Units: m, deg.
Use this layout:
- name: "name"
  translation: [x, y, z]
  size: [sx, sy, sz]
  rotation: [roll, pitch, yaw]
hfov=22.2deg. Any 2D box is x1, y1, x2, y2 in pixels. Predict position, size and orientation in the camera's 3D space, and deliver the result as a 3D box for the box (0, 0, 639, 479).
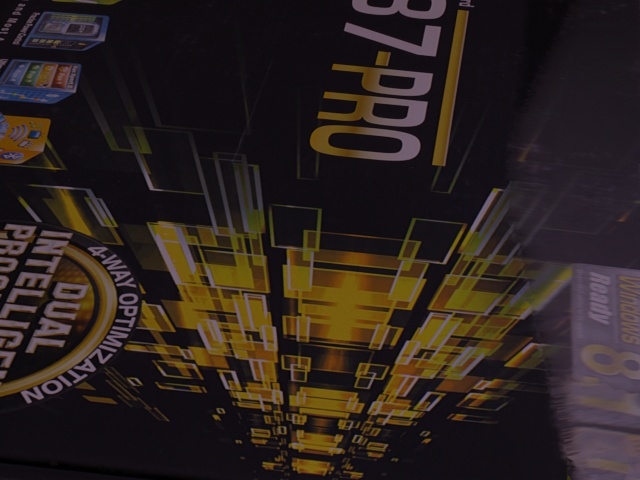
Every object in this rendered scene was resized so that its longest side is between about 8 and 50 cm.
- name: "box"
  translation: [0.000, 0.000, 0.619]
  size: [0.318, 0.097, 0.395]
  rotation: [8, 34, 6]
